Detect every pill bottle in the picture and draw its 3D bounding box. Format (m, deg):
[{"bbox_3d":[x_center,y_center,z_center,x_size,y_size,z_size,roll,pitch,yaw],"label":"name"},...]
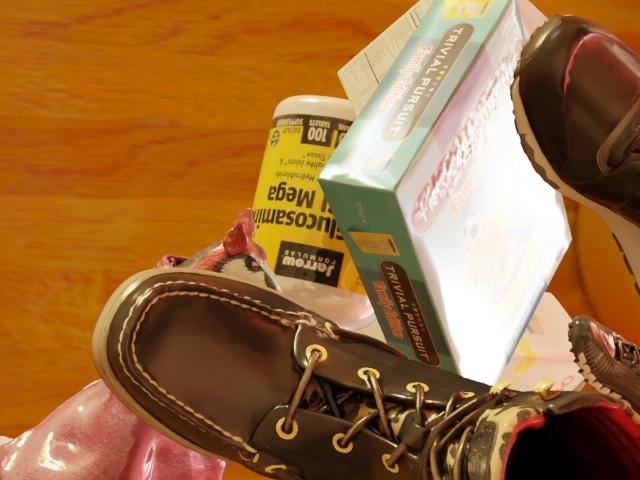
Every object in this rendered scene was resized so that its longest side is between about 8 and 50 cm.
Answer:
[{"bbox_3d":[0.000,0.000,1.595,0.188,0.188,0.333,17,80,-31],"label":"pill bottle"}]

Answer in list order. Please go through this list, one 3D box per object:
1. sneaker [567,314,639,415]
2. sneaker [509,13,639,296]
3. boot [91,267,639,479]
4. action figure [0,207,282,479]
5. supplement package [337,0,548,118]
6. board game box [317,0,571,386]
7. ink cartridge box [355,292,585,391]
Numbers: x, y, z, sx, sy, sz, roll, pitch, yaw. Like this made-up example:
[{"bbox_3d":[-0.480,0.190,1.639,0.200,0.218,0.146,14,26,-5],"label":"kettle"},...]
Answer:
[{"bbox_3d":[0.390,0.160,1.532,0.234,0.106,0.078,48,35,-28],"label":"sneaker"},{"bbox_3d":[0.238,-0.037,0.796,0.283,0.124,0.107,45,71,-30],"label":"sneaker"},{"bbox_3d":[0.052,0.129,0.867,0.377,0.284,0.138,34,73,-25],"label":"boot"},{"bbox_3d":[-0.150,0.131,1.254,0.248,0.276,0.370,10,104,-58],"label":"action figure"},{"bbox_3d":[0.169,-0.158,1.370,0.203,0.149,0.194,-39,138,21],"label":"supplement package"},{"bbox_3d":[0.134,-0.026,1.191,0.253,0.079,0.336,-58,144,-30],"label":"board game box"},{"bbox_3d":[0.182,0.208,1.887,0.385,0.160,0.279,8,131,-40],"label":"ink cartridge box"}]
